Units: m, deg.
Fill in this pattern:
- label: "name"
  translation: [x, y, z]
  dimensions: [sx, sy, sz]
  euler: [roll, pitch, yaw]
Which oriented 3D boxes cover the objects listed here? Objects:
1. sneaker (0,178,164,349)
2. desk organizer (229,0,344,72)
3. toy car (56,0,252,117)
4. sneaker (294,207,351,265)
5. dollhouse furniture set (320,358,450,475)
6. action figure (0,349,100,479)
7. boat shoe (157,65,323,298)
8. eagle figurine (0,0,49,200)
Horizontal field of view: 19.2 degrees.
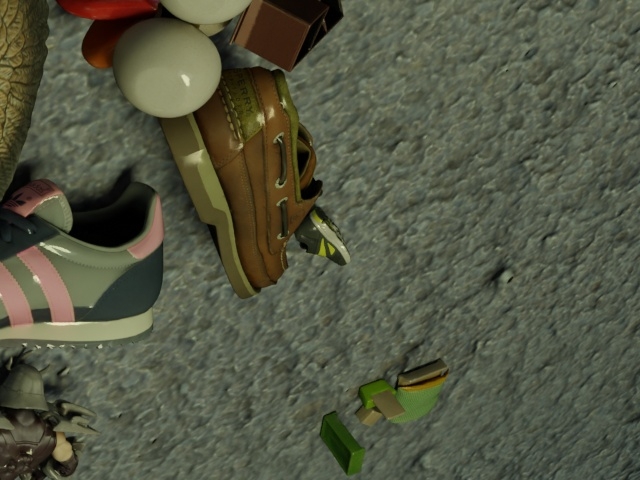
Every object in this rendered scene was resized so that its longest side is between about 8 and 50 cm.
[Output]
- label: "sneaker"
  translation: [-0.256, 0.013, 1.432]
  dimensions: [0.319, 0.112, 0.131]
  euler: [-4, 116, -44]
- label: "desk organizer"
  translation: [-0.016, -0.176, 1.410]
  dimensions: [0.047, 0.050, 0.130]
  euler: [-64, 174, 32]
- label: "toy car"
  translation: [-0.115, -0.189, 1.306]
  dimensions: [0.136, 0.159, 0.182]
  euler: [20, 126, -8]
- label: "sneaker"
  translation: [0.000, 0.000, 1.704]
  dimensions: [0.035, 0.031, 0.083]
  euler: [-28, 142, 7]
- label: "dollhouse furniture set"
  translation: [0.079, 0.184, 1.953]
  dimensions: [0.151, 0.058, 0.076]
  euler: [-18, 140, -28]
- label: "action figure"
  translation: [-0.294, 0.222, 1.612]
  dimensions: [0.185, 0.099, 0.285]
  euler: [12, 104, -36]
- label: "boat shoe"
  translation: [-0.046, -0.040, 1.489]
  dimensions: [0.104, 0.111, 0.307]
  euler: [-22, 161, -1]
- label: "eagle figurine"
  translation: [-0.268, -0.066, 1.207]
  dimensions: [0.298, 0.226, 0.225]
  euler: [-45, 144, 10]
